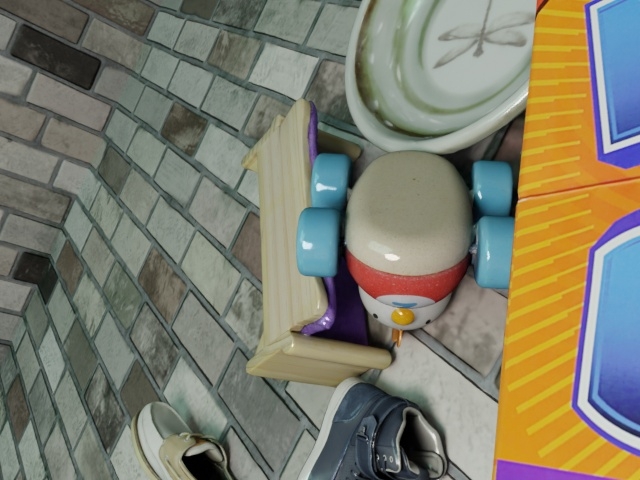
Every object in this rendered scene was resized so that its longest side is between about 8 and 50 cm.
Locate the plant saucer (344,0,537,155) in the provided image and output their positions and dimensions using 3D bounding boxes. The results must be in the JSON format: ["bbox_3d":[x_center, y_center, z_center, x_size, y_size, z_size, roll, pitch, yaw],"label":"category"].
[{"bbox_3d":[0.199,-0.280,0.863,0.400,0.100,0.401,-25,55,42],"label":"plant saucer"}]

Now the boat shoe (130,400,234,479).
[{"bbox_3d":[-0.195,0.347,1.054,0.302,0.113,0.103,45,108,40],"label":"boat shoe"}]

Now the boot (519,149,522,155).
[{"bbox_3d":[0.245,0.012,0.700,0.189,0.076,0.209,33,106,55],"label":"boot"}]

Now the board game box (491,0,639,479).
[{"bbox_3d":[0.344,0.013,0.324,0.356,0.356,0.357,-9,67,49],"label":"board game box"}]

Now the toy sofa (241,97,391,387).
[{"bbox_3d":[0.000,0.000,0.924,0.177,0.150,0.363,-40,44,42],"label":"toy sofa"}]

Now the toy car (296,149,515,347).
[{"bbox_3d":[0.097,0.040,0.778,0.210,0.219,0.238,-78,-11,-52],"label":"toy car"}]

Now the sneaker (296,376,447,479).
[{"bbox_3d":[0.053,0.283,0.785,0.163,0.086,0.226,5,76,55],"label":"sneaker"}]
